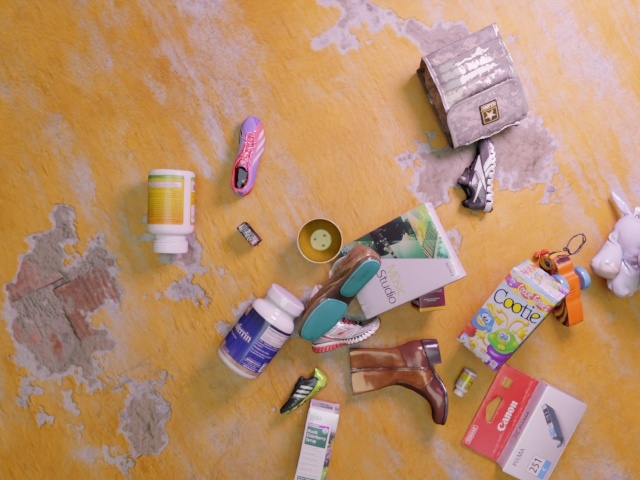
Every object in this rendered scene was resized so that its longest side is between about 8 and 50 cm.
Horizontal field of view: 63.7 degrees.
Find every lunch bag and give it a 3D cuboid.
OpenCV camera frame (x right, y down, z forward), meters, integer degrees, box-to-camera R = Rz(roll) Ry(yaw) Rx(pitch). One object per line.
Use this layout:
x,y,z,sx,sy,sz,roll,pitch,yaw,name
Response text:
0.443,-0.432,1.495,0.236,0.169,0.286,-24,90,4,lunch bag

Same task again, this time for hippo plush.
0.945,0.025,1.437,0.235,0.236,0.294,26,81,-12,hippo plush

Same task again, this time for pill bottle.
-0.450,-0.086,1.551,0.137,0.136,0.245,2,91,2,pill bottle
0.443,0.436,1.581,0.044,0.043,0.083,29,93,1,pill bottle
-0.173,0.269,1.543,0.153,0.153,0.264,37,91,1,pill bottle

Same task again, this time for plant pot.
0.000,0.000,1.559,0.135,0.095,0.134,0,91,2,plant pot

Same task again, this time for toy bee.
0.714,0.095,1.527,0.196,0.162,0.297,2,110,-20,toy bee

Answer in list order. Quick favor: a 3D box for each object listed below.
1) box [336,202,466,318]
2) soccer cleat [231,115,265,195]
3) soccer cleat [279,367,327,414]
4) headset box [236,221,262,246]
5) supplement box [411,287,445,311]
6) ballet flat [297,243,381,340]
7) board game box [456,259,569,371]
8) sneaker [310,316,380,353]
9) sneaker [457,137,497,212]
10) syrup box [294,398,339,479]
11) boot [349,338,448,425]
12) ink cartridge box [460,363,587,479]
0.224,0.064,1.487,0.322,0.059,0.232,-30,79,28,box
-0.222,-0.257,1.560,0.083,0.095,0.247,11,92,2,soccer cleat
-0.061,0.467,1.596,0.179,0.060,0.072,-38,80,-4,soccer cleat
-0.215,-0.016,1.582,0.032,0.062,0.083,-39,91,3,headset box
0.315,0.112,1.544,0.081,0.104,0.187,-5,91,-4,supplement box
0.042,0.142,1.513,0.116,0.124,0.342,23,113,-33,ballet flat
0.540,0.211,1.453,0.142,0.144,0.275,42,119,24,board game box
0.074,0.272,1.568,0.226,0.088,0.092,-16,90,2,sneaker
0.467,-0.200,1.547,0.106,0.078,0.234,1,94,-1,sneaker
-0.010,0.617,1.575,0.093,0.096,0.236,12,93,2,syrup box
0.235,0.442,1.563,0.281,0.096,0.263,-9,91,3,boot
0.616,0.563,1.568,0.261,0.066,0.296,26,92,0,ink cartridge box
